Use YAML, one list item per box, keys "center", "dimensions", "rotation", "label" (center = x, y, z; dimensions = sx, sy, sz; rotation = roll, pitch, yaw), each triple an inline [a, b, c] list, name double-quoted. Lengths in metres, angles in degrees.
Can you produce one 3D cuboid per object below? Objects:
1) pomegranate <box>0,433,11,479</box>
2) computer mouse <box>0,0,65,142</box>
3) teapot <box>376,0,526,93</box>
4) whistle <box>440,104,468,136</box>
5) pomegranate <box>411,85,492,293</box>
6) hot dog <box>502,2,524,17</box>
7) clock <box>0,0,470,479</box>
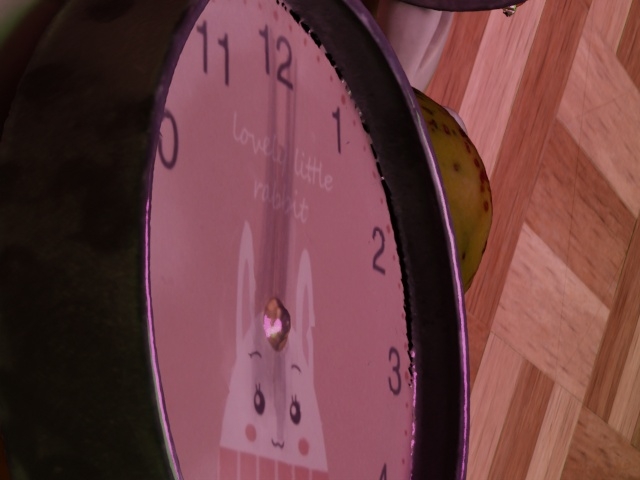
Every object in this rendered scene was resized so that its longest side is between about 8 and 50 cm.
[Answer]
- center: [-0.182, 0.136, 0.868]
  dimensions: [0.221, 0.221, 0.257]
  rotation: [-53, 151, -39]
  label: "pomegranate"
- center: [-0.159, -0.029, 0.893]
  dimensions: [0.197, 0.095, 0.331]
  rotation: [-51, 147, 13]
  label: "computer mouse"
- center: [0.118, -0.268, 1.240]
  dimensions: [0.239, 0.239, 0.322]
  rotation: [-63, 142, -57]
  label: "teapot"
- center: [0.075, -0.083, 1.425]
  dimensions: [0.104, 0.057, 0.198]
  rotation: [-66, 152, -23]
  label: "whistle"
- center: [0.000, 0.000, 1.206]
  dimensions: [0.214, 0.214, 0.248]
  rotation: [-58, 180, -32]
  label: "pomegranate"
- center: [0.166, -0.277, 1.517]
  dimensions: [0.072, 0.055, 0.188]
  rotation: [31, 74, -58]
  label: "hot dog"
- center: [-0.024, 0.042, 0.898]
  dimensions: [0.386, 0.076, 0.386]
  rotation: [-6, 90, -65]
  label: "clock"
